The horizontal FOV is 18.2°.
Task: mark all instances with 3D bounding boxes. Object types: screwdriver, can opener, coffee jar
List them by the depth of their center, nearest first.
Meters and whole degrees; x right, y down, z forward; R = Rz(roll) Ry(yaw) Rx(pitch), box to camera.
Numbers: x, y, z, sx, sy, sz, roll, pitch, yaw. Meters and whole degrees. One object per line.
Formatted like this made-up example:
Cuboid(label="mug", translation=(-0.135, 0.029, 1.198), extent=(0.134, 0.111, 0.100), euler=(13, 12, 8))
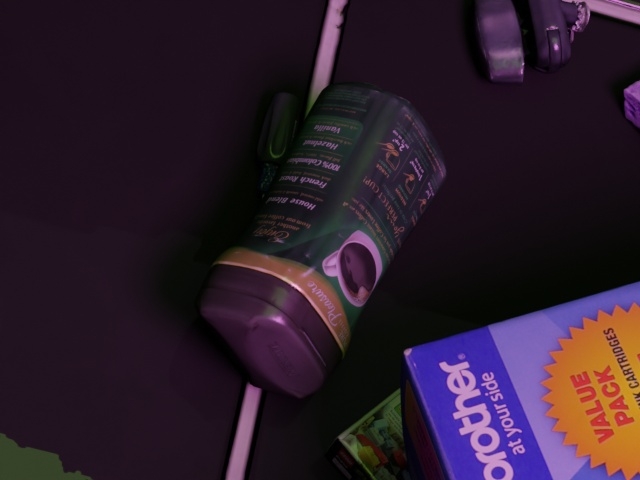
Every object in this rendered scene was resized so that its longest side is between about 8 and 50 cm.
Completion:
Cuboid(label="coffee jar", translation=(0.000, 0.000, 1.209), extent=(0.079, 0.096, 0.184), euler=(11, 57, 36))
Cuboid(label="screwdriver", translation=(-0.036, -0.017, 1.248), extent=(0.024, 0.025, 0.170), euler=(14, 65, -7))
Cuboid(label="can opener", translation=(0.137, -0.192, 1.343), extent=(0.073, 0.059, 0.186), euler=(2, 68, -12))

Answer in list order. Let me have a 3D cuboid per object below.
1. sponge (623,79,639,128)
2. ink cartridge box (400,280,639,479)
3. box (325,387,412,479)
Cuboid(label="sponge", translation=(0.320, -0.111, 1.339), extent=(0.210, 0.031, 0.117), euler=(-31, 46, -22))
Cuboid(label="ink cartridge box", translation=(0.209, 0.161, 1.068), extent=(0.395, 0.151, 0.270), euler=(-17, 57, -5))
Cuboid(label="box", translation=(0.112, 0.169, 1.199), extent=(0.114, 0.036, 0.207), euler=(-37, 80, -24))
